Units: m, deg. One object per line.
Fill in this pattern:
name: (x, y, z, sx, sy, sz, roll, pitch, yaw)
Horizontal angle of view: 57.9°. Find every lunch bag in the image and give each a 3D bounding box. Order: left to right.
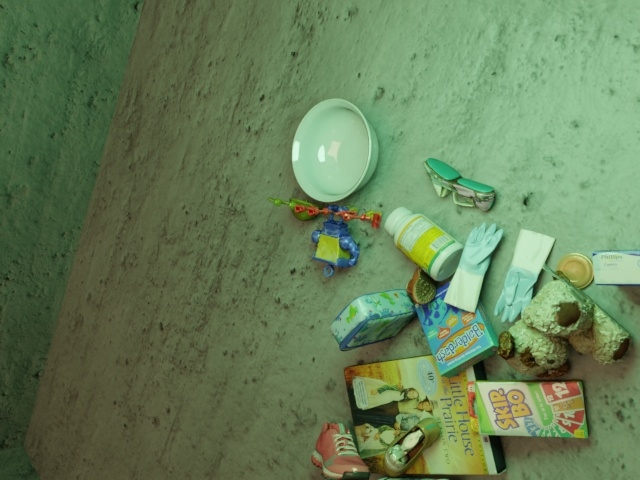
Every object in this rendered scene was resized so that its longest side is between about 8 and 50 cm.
lunch bag: (0.143, 0.215, 1.556, 0.176, 0.219, 0.090, -51, 56, 37)

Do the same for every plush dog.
plush dog: (0.493, 0.199, 1.267, 0.225, 0.263, 0.210, -52, 28, 19)

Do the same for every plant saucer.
plant saucer: (0.577, 0.070, 1.313, 0.084, 0.013, 0.083, 0, 89, 41)

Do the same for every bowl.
bowl: (0.065, -0.255, 1.696, 0.298, 0.134, 0.297, -1, 88, 41)

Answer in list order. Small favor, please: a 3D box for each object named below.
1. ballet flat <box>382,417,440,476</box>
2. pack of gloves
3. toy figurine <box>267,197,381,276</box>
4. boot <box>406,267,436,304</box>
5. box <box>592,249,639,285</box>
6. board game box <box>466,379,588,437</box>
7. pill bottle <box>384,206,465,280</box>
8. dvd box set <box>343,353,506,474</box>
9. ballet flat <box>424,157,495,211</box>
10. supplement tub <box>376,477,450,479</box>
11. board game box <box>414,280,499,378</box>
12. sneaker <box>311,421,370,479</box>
ballet flat: (0.217, 0.539, 1.501, 0.080, 0.073, 0.232, 50, 121, 31)
pack of gloves: (0.433, 0.078, 1.402, 0.195, 0.046, 0.231, 19, 84, 30)
toy figurine: (0.000, 0.000, 1.722, 0.363, 0.191, 0.217, 14, 103, 42)
boot: (0.258, 0.130, 1.523, 0.059, 0.158, 0.084, 33, 123, -5)
box: (0.638, 0.054, 1.176, 0.126, 0.137, 0.072, -3, 88, 42)
board game box: (0.472, 0.388, 1.341, 0.260, 0.039, 0.124, -8, 83, 28)
pill bottle: (0.268, 0.002, 1.520, 0.208, 0.118, 0.117, 43, 116, 33)
dvd box set: (0.261, 0.466, 1.552, 0.421, 0.062, 0.307, -18, 77, 40)
ballet flat: (0.348, -0.137, 1.491, 0.222, 0.077, 0.079, 35, 131, 36)
supplement tub: (0.227, 0.713, 1.490, 0.272, 0.191, 0.190, -19, 77, 40)
board game box: (0.338, 0.213, 1.448, 0.160, 0.047, 0.210, -39, 47, 26)
sneaker: (0.050, 0.594, 1.645, 0.314, 0.116, 0.136, 162, 118, -70)
